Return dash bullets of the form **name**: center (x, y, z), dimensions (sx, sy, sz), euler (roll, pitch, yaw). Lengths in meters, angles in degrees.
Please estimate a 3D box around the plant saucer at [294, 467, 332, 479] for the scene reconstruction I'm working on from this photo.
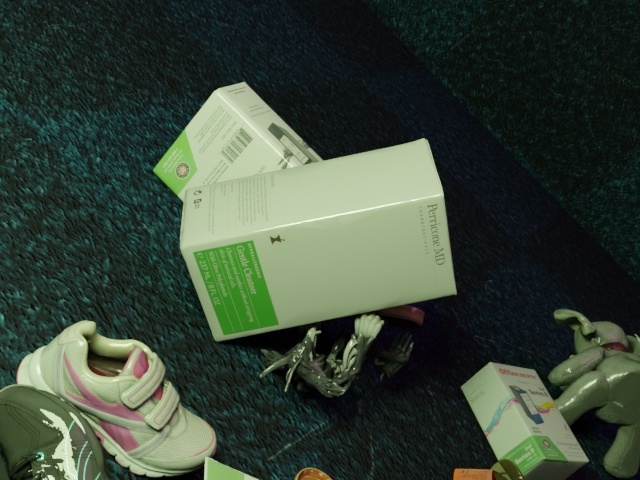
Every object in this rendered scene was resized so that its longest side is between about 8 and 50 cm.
- **plant saucer**: center (-0.003, 0.349, 1.190), dimensions (0.083, 0.013, 0.083), euler (32, 30, -21)

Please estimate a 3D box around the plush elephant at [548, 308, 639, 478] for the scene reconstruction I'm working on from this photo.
- **plush elephant**: center (0.597, 0.279, 1.860), dimensions (0.272, 0.330, 0.255), euler (28, 11, -13)

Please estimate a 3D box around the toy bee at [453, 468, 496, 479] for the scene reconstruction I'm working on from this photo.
- **toy bee**: center (0.252, 0.437, 1.254), dimensions (0.298, 0.195, 0.162), euler (33, 51, -42)

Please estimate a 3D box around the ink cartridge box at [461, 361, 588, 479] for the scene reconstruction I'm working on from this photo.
- **ink cartridge box**: center (0.378, 0.342, 1.631), dimensions (0.154, 0.093, 0.212), euler (17, 35, -41)

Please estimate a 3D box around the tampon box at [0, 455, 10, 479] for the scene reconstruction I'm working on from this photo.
- **tampon box**: center (-0.351, 0.241, 0.775), dimensions (0.120, 0.101, 0.161), euler (1, 49, -52)

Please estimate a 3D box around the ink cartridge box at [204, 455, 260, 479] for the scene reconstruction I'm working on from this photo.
- **ink cartridge box**: center (-0.054, 0.376, 1.036), dimensions (0.235, 0.056, 0.171), euler (29, 30, -25)

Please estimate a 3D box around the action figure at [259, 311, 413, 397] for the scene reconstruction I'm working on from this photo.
- **action figure**: center (0.021, 0.161, 1.339), dimensions (0.164, 0.140, 0.276), euler (15, 6, 34)

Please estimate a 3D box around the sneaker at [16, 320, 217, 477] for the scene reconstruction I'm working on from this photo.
- **sneaker**: center (-0.221, 0.185, 1.022), dimensions (0.252, 0.111, 0.103), euler (34, 29, -19)

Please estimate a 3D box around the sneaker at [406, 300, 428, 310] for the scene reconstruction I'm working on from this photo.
- **sneaker**: center (0.181, 0.061, 1.773), dimensions (0.083, 0.087, 0.221), euler (25, 33, -34)

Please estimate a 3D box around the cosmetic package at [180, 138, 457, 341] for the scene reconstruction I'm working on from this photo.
- **cosmetic package**: center (0.000, 0.000, 1.276), dimensions (0.155, 0.366, 0.197), euler (-95, 172, -53)

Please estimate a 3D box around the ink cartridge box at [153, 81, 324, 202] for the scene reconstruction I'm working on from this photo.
- **ink cartridge box**: center (-0.113, -0.100, 1.482), dimensions (0.273, 0.198, 0.115), euler (45, 26, 3)

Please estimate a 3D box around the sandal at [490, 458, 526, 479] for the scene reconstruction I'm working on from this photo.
- **sandal**: center (0.336, 0.449, 1.463), dimensions (0.049, 0.072, 0.180), euler (51, 14, -37)

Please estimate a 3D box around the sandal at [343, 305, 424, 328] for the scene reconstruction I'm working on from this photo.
- **sandal**: center (0.060, 0.086, 1.446), dimensions (0.088, 0.240, 0.079), euler (52, 49, -62)

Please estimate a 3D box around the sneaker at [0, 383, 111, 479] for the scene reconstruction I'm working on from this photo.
- **sneaker**: center (-0.261, 0.260, 0.876), dimensions (0.267, 0.101, 0.106), euler (49, 30, 12)
